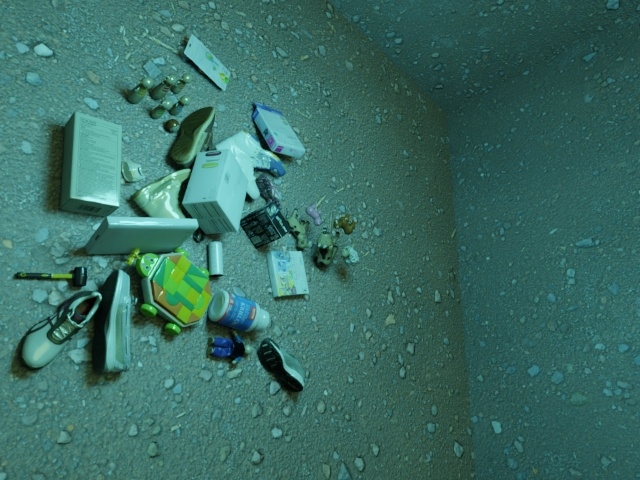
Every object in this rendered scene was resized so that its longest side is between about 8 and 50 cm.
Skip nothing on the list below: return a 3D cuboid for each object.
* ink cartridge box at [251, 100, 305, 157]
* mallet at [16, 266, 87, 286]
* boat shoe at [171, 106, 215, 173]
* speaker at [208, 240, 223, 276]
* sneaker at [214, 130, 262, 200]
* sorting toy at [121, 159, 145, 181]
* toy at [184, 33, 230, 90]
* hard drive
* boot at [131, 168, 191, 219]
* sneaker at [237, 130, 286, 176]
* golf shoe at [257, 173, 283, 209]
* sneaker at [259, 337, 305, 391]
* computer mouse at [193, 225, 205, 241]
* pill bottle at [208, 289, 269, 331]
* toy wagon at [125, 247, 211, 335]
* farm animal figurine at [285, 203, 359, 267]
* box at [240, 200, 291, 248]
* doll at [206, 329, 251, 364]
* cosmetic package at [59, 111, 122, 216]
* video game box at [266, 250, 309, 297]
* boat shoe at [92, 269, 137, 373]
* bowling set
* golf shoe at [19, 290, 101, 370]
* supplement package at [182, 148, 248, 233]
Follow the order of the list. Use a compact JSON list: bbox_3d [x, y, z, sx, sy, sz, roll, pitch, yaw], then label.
[{"bbox_3d":[-0.214,-0.538,2.231,0.185,0.065,0.311,5,48,-46],"label":"ink cartridge box"},{"bbox_3d":[-0.810,0.117,1.395,0.189,0.039,0.063,-3,78,-42],"label":"mallet"},{"bbox_3d":[-0.507,-0.415,1.902,0.123,0.123,0.342,68,24,-49],"label":"boat shoe"},{"bbox_3d":[-0.414,0.076,1.814,0.055,0.055,0.136,10,66,-44],"label":"speaker"},{"bbox_3d":[-0.308,-0.330,1.995,0.169,0.108,0.293,-35,115,-6],"label":"sneaker"},{"bbox_3d":[-0.682,-0.251,1.683,0.075,0.044,0.083,-19,87,-56],"label":"sorting toy"},{"bbox_3d":[-0.519,-0.793,2.077,0.237,0.056,0.137,36,46,-37],"label":"toy"},{"bbox_3d":[-0.597,-0.015,1.546,0.307,0.203,0.040,0,62,-47],"label":"hard drive"},{"bbox_3d":[-0.549,-0.143,1.734,0.204,0.095,0.262,58,44,-11],"label":"boot"},{"bbox_3d":[-0.292,-0.368,2.120,0.296,0.111,0.131,37,70,-31],"label":"sneaker"},{"bbox_3d":[-0.235,-0.222,2.137,0.186,0.067,0.086,64,15,-4],"label":"golf shoe"},{"bbox_3d":[-0.155,0.501,1.890,0.272,0.100,0.108,55,29,-19],"label":"sneaker"},{"bbox_3d":[-0.484,-0.112,1.831,0.071,0.041,0.242,6,70,-46],"label":"computer mouse"},{"bbox_3d":[-0.311,0.283,1.782,0.221,0.124,0.124,27,55,-37],"label":"pill bottle"},{"bbox_3d":[-0.530,0.155,1.616,0.344,0.068,0.267,52,42,-35],"label":"toy wagon"},{"bbox_3d":[0.000,0.000,2.173,0.172,0.330,0.327,-62,147,-44],"label":"farm animal figurine"},{"bbox_3d":[-0.239,-0.065,1.965,0.147,0.180,0.077,58,42,-11],"label":"box"},{"bbox_3d":[-0.340,0.408,1.756,0.189,0.046,0.129,21,60,-40],"label":"doll"},{"bbox_3d":[-0.766,-0.251,1.537,0.160,0.113,0.310,12,64,-44],"label":"cosmetic package"},{"bbox_3d":[-0.147,0.150,2.072,0.187,0.048,0.205,4,70,-48],"label":"video game box"},{"bbox_3d":[-0.643,0.254,1.455,0.103,0.118,0.321,16,66,-49],"label":"boat shoe"},{"bbox_3d":[-0.587,-0.551,1.824,0.287,0.154,0.200,-41,104,-47],"label":"bowling set"},{"bbox_3d":[-0.752,0.248,1.334,0.105,0.120,0.273,48,46,-24],"label":"golf shoe"},{"bbox_3d":[-0.404,-0.191,1.801,0.204,0.145,0.262,66,24,-53],"label":"supplement package"}]
